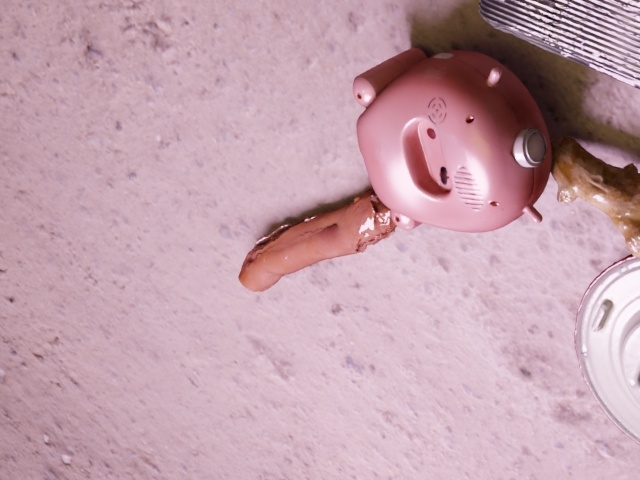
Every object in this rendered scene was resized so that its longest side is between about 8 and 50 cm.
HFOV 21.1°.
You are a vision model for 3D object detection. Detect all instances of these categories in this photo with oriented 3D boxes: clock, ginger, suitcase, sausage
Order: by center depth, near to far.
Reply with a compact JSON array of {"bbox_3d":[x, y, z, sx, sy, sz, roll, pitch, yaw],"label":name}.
[{"bbox_3d":[0.332,-0.284,1.868,0.312,0.128,0.202,25,129,23],"label":"suitcase"},{"bbox_3d":[0.402,-0.039,1.983,0.333,0.081,0.148,24,103,25],"label":"ginger"},{"bbox_3d":[0.166,-0.111,2.059,0.241,0.142,0.227,8,122,50],"label":"clock"},{"bbox_3d":[0.454,0.151,2.078,0.318,0.080,0.319,19,126,28],"label":"clock"},{"bbox_3d":[-0.001,0.000,2.335,0.304,0.078,0.078,-23,101,42],"label":"sausage"}]
